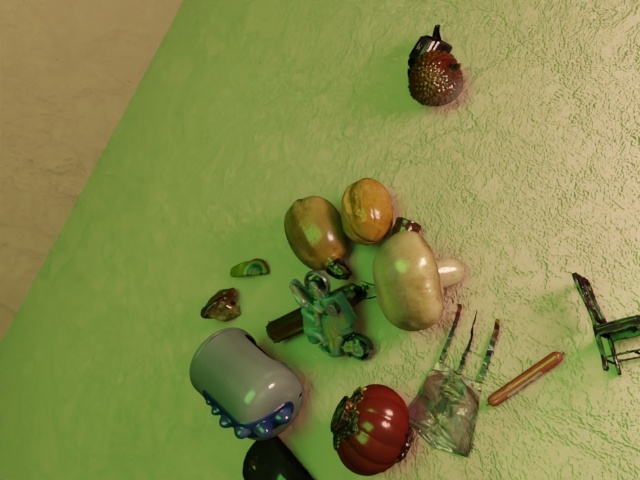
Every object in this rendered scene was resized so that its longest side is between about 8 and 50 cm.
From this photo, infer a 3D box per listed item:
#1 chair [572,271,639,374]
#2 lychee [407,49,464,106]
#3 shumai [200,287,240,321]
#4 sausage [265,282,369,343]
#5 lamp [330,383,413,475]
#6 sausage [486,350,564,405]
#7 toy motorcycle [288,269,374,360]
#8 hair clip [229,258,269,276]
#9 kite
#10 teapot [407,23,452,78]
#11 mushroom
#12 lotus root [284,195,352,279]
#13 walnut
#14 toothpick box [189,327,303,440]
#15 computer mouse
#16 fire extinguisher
[{"bbox_3d":[0.629,0.162,1.298,0.113,0.106,0.229,-24,61,33],"label":"chair"},{"bbox_3d":[0.335,-0.464,1.742,0.197,0.165,0.165,-28,56,49],"label":"lychee"},{"bbox_3d":[-0.351,0.232,2.121,0.123,0.139,0.105,-4,103,68],"label":"shumai"},{"bbox_3d":[-0.004,0.209,1.841,0.371,0.082,0.082,-29,57,28],"label":"sausage"},{"bbox_3d":[0.135,0.478,1.541,0.226,0.226,0.227,-16,64,36],"label":"lamp"},{"bbox_3d":[0.473,0.323,1.421,0.223,0.029,0.029,-42,52,20],"label":"sausage"},{"bbox_3d":[0.022,0.223,1.745,0.198,0.109,0.297,-26,96,39],"label":"toy motorcycle"},{"bbox_3d":[-0.252,0.097,2.119,0.188,0.033,0.060,-11,67,37],"label":"hair clip"},{"bbox_3d":[0.343,0.348,1.530,0.204,0.022,0.361,23,93,43],"label":"kite"},{"bbox_3d":[0.316,-0.563,1.842,0.087,0.096,0.177,39,101,42],"label":"teapot"},{"bbox_3d":[0.258,0.102,1.574,0.234,0.260,0.254,-12,57,-5],"label":"mushroom"},{"bbox_3d":[0.000,0.000,1.860,0.182,0.182,0.310,-40,58,22],"label":"lotus root"},{"bbox_3d":[0.135,-0.086,1.781,0.159,0.159,0.207,-25,52,31],"label":"walnut"},{"bbox_3d":[-0.213,0.444,1.810,0.354,0.263,0.263,29,93,41],"label":"toothpick box"},{"bbox_3d":[-0.131,0.688,1.751,0.269,0.100,0.170,36,96,42],"label":"computer mouse"},{"bbox_3d":[0.197,0.060,1.728,0.106,0.075,0.252,18,87,48],"label":"fire extinguisher"}]
